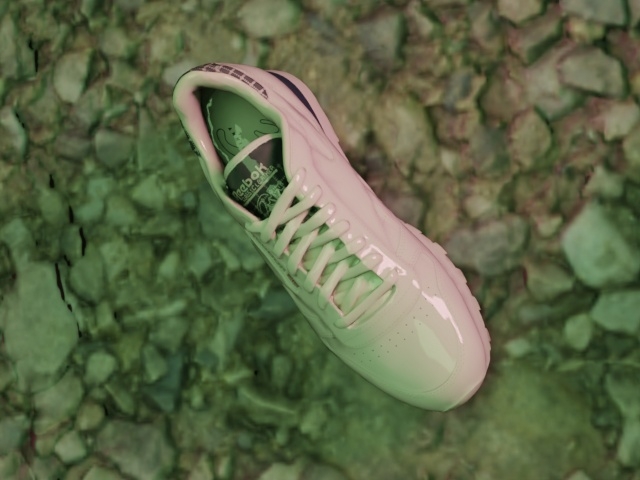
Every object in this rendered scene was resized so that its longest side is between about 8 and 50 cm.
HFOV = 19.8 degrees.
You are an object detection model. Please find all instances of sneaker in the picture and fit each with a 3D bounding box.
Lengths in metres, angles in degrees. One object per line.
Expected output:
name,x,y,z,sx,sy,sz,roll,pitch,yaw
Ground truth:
sneaker,0.000,0.000,1.008,0.090,0.095,0.235,-43,76,9
